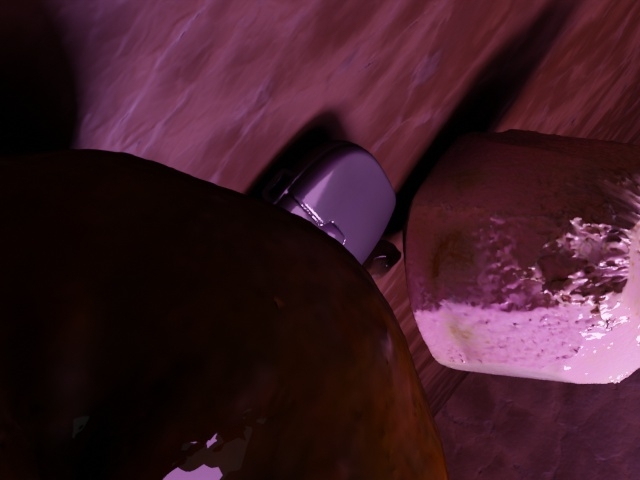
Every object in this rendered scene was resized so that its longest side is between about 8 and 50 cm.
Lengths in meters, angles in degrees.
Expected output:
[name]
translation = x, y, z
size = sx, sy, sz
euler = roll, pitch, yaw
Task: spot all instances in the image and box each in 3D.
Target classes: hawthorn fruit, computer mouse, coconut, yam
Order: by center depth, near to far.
[hawthorn fruit]
translation = -0.081, 0.109, 0.536
size = 0.268, 0.268, 0.301
euler = -50, 170, -3
[computer mouse]
translation = 0.001, 0.001, 0.928
size = 0.120, 0.057, 0.232
euler = -50, 168, -6
[yam]
translation = 0.015, 0.055, 1.188
size = 0.145, 0.032, 0.032
euler = -45, 166, -19
[coconut]
translation = 0.185, 0.008, 1.204
size = 0.233, 0.245, 0.233
euler = -14, 107, -57
